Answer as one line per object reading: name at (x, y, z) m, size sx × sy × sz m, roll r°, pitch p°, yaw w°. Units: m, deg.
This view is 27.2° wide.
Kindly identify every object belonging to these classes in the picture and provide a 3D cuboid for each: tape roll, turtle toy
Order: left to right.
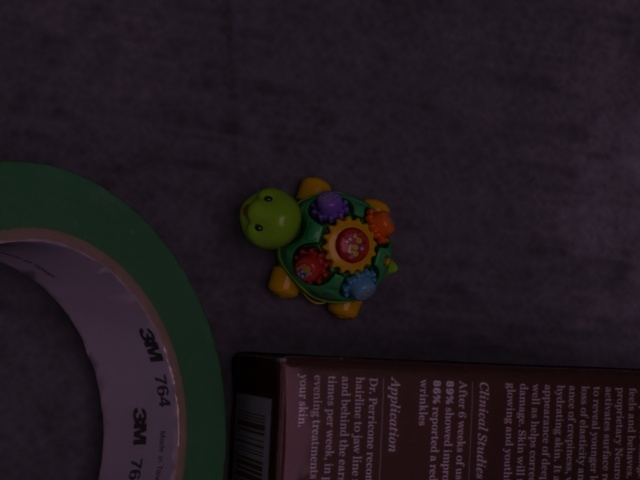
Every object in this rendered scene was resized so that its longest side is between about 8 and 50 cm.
tape roll at (-0.191, 0.114, 0.801) m, size 0.321 × 0.077 × 0.321 m, roll 12°, pitch 74°, yaw -50°
turtle toy at (0.000, 0.000, 0.962) m, size 0.130 × 0.066 × 0.095 m, roll 20°, pitch 81°, yaw -17°

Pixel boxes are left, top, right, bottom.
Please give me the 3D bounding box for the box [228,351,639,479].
box at (0.127, 0.180, 0.960) m, size 0.382 × 0.143 × 0.191 m, roll 5°, pitch 85°, yaw -17°
